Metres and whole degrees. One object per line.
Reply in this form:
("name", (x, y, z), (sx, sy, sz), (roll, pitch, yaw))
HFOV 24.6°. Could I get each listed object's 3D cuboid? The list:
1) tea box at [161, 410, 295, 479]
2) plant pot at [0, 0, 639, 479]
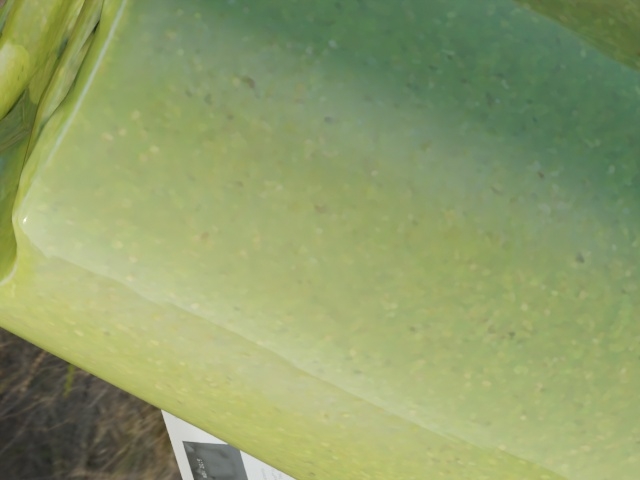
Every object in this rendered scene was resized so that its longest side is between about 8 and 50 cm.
("tea box", (-0.027, 0.104, 1.651), (0.220, 0.323, 0.329), (0, 125, 18))
("plant pot", (0.024, -0.024, 0.480), (0.254, 0.276, 0.276), (24, 94, -23))
